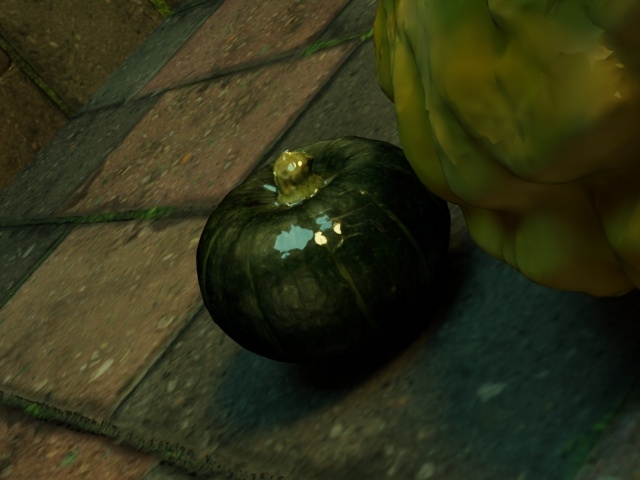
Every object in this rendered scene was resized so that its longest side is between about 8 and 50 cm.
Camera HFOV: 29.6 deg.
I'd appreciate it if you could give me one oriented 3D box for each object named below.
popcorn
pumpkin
[{"bbox_3d":[0.184,-0.140,0.517,0.381,0.349,0.349,-7,17,-14],"label":"popcorn"},{"bbox_3d":[0.001,0.003,0.768,0.167,0.125,0.167,-40,11,10],"label":"pumpkin"}]
